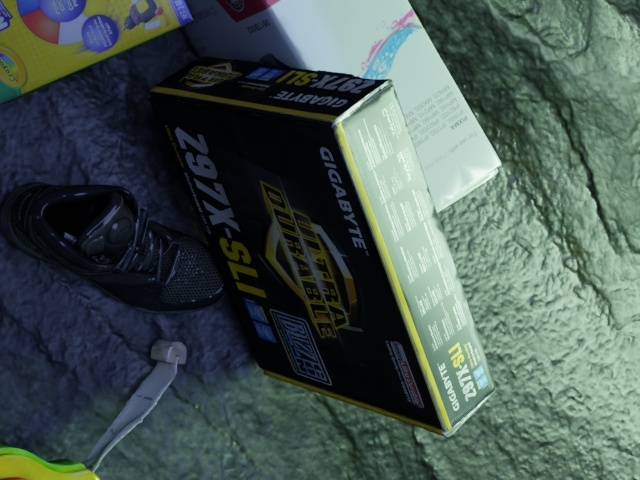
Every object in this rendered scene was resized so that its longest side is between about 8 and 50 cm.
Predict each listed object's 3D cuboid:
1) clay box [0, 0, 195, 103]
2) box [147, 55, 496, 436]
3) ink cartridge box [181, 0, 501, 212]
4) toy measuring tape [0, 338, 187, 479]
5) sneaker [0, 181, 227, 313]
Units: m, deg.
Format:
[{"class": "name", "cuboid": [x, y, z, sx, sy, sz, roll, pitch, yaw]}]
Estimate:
[{"class": "clay box", "cuboid": [-0.239, -0.212, 1.506, 0.222, 0.053, 0.127, -24, 98, 0]}, {"class": "box", "cuboid": [0.000, 0.000, 1.481, 0.079, 0.257, 0.322, -37, 122, -28]}, {"class": "ink cartridge box", "cuboid": [0.001, -0.157, 1.546, 0.131, 0.226, 0.306, -34, 101, -20]}, {"class": "toy measuring tape", "cuboid": [-0.254, 0.191, 1.505, 0.121, 0.121, 0.330, 44, 68, -16]}, {"class": "sneaker", "cuboid": [-0.171, 0.011, 1.528, 0.227, 0.130, 0.087, 26, 80, -25]}]
